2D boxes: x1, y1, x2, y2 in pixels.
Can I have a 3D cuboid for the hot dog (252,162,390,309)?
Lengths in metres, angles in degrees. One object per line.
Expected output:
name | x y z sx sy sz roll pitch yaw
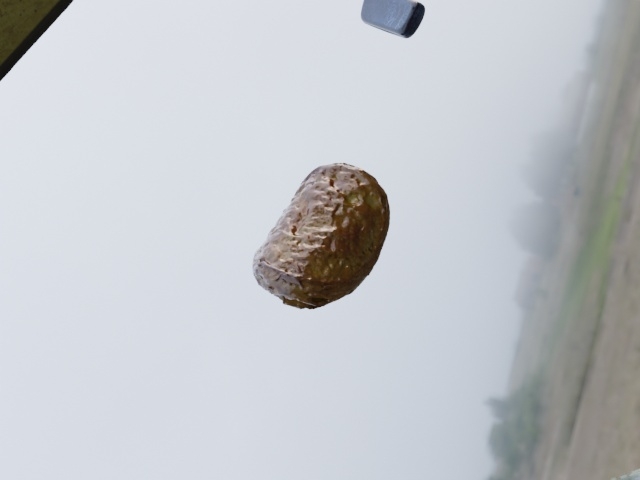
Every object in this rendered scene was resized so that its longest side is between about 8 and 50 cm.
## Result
hot dog | 0.001 0.000 1.347 0.147 0.099 0.065 -61 -15 -25

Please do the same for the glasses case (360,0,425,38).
glasses case | 0.064 -0.196 1.306 0.083 0.023 0.033 33 106 57

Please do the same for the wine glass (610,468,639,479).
wine glass | 0.284 0.320 1.183 0.321 0.143 0.143 66 -146 -41

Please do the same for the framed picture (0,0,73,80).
framed picture | -0.348 -0.154 1.057 0.338 0.014 0.255 -51 -54 -16
